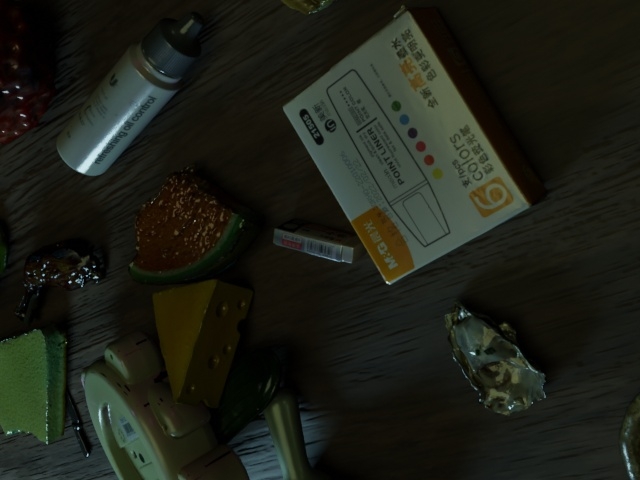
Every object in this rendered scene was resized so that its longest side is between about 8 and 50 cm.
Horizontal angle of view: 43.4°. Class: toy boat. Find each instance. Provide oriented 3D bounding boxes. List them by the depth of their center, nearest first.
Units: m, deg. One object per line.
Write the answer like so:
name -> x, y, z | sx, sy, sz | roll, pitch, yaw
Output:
toy boat -> -0.117, 0.230, 1.202 | 0.210, 0.052, 0.104 | -48, 39, 43

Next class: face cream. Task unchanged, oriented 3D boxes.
face cream -> -0.265, -0.216, 1.154 | 0.311, 0.092, 0.092 | -40, 85, 31

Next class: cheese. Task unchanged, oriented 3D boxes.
cheese -> -0.174, 0.156, 1.178 | 0.126, 0.093, 0.171 | -11, 70, 31

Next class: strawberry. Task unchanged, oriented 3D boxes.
strawberry -> -0.500, -0.241, 1.175 | 0.150, 0.280, 0.253 | 24, 106, 17

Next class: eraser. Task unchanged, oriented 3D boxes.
eraser -> 0.000, 0.000, 1.098 | 0.122, 0.052, 0.029 | 14, 113, 24

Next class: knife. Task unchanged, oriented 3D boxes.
knife -> -0.453, 0.319, 1.470 | 0.023, 0.010, 0.170 | -17, 95, 32

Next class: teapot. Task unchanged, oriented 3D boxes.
teapot -> -0.037, 0.403, 1.193 | 0.220, 0.149, 0.318 | -42, 59, 18

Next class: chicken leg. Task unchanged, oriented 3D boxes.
chicken leg -> -0.460, 0.065, 1.374 | 0.253, 0.051, 0.106 | -31, 95, 35

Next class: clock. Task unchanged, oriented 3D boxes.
clock -> -0.256, 0.306, 1.257 | 0.309, 0.114, 0.284 | 60, 146, 6

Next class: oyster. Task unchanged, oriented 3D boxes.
oyster -> 0.222, 0.145, 1.022 | 0.165, 0.053, 0.108 | 54, 141, -4

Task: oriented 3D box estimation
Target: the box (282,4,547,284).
box -> 0.112, -0.111, 0.979 | 0.221, 0.091, 0.274 | -35, 87, 33

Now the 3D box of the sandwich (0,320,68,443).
sandwich -> -0.512, 0.264, 1.454 | 0.245, 0.063, 0.212 | -17, 99, 36

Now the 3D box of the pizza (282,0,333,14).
pizza -> 0.021, -0.369, 0.982 | 0.262, 0.034, 0.181 | 8, 109, 26

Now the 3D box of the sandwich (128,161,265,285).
sandwich -> -0.193, -0.008, 1.193 | 0.235, 0.079, 0.159 | -41, 74, 28

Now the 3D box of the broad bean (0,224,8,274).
broad bean -> -0.590, 0.049, 1.439 | 0.061, 0.046, 0.195 | 30, 113, 31

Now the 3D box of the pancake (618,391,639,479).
pancake -> 0.500, 0.257, 0.917 | 0.288, 0.033, 0.286 | 50, 122, 7
